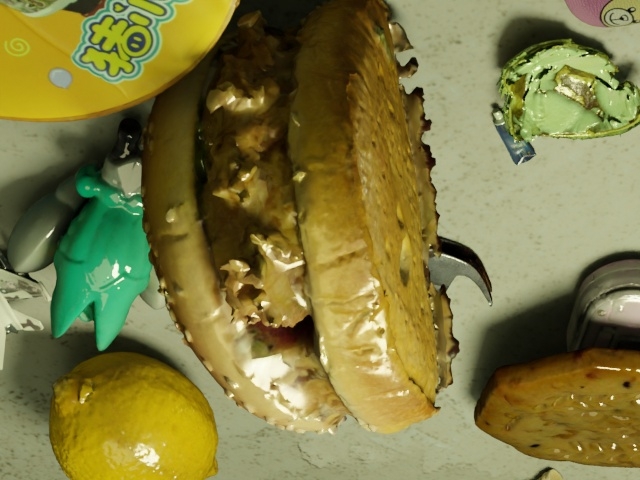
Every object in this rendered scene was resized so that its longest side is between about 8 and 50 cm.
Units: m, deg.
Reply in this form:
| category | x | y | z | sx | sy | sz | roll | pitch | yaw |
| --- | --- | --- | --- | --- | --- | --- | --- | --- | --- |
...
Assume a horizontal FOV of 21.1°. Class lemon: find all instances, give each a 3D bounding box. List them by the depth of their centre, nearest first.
| category | x | y | z | sx | sy | sz | roll | pitch | yaw |
| --- | --- | --- | --- | --- | --- | --- | --- | --- | --- |
| lemon | -0.229 | 0.233 | 2.114 | 0.257 | 0.188 | 0.188 | 36 | 126 | -29 |

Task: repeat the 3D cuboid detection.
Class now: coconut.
| category | x | y | z | sx | sy | sz | roll | pitch | yaw |
| --- | --- | --- | --- | --- | --- | --- | --- | --- | --- |
| coconut | 0.251 | -0.155 | 1.800 | 0.158 | 0.055 | 0.133 | 36 | 127 | -27 |

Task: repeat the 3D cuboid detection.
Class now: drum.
| category | x | y | z | sx | sy | sz | roll | pitch | yaw |
| --- | --- | --- | --- | --- | --- | --- | --- | --- | --- |
| drum | -0.264 | -0.321 | 1.546 | 0.431 | 0.214 | 0.431 | 0 | 135 | 0 |

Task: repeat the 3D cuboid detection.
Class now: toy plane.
| category | x | y | z | sx | sy | sz | roll | pitch | yaw |
| --- | --- | --- | --- | --- | --- | --- | --- | --- | --- |
| toy plane | -0.400 | 0.036 | 2.012 | 0.160 | 0.082 | 0.234 | -6 | 120 | 22 |

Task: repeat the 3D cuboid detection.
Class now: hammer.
| category | x | y | z | sx | sy | sz | roll | pitch | yaw |
| --- | --- | --- | --- | --- | --- | --- | --- | --- | --- |
| hammer | 0.112 | 0.108 | 2.081 | 0.137 | 0.037 | 0.290 | 15 | 133 | -10 |

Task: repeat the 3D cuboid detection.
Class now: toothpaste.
| category | x | y | z | sx | sy | sz | roll | pitch | yaw |
| --- | --- | --- | --- | --- | --- | --- | --- | --- | --- |
| toothpaste | 0.208 | -0.114 | 1.870 | 0.027 | 0.019 | 0.083 | -36 | 129 | 2 |

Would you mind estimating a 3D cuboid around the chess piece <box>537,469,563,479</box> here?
| category | x | y | z | sx | sy | sz | roll | pitch | yaw |
| --- | --- | --- | --- | --- | --- | --- | --- | --- | --- |
| chess piece | 0.280 | 0.339 | 2.309 | 0.092 | 0.035 | 0.035 | -30 | 127 | 33 |

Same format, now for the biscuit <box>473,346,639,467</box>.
| category | x | y | z | sx | sy | sz | roll | pitch | yaw |
| --- | --- | --- | --- | --- | --- | --- | --- | --- | --- |
| biscuit | 0.362 | 0.210 | 2.099 | 0.359 | 0.046 | 0.359 | 2 | 153 | 1 |

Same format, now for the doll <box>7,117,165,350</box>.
| category | x | y | z | sx | sy | sz | roll | pitch | yaw |
| --- | --- | --- | --- | --- | --- | --- | --- | --- | --- |
| doll | -0.220 | -0.003 | 1.928 | 0.258 | 0.153 | 0.195 | -42 | 103 | 16 |

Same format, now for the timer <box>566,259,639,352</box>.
| category | x | y | z | sx | sy | sz | roll | pitch | yaw |
| --- | --- | --- | --- | --- | --- | --- | --- | --- | --- |
| timer | 0.403 | 0.104 | 2.046 | 0.208 | 0.069 | 0.191 | 3 | 138 | -3 |

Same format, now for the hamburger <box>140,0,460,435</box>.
| category | x | y | z | sx | sy | sz | roll | pitch | yaw |
| --- | --- | --- | --- | --- | --- | --- | --- | --- | --- |
| hamburger | -0.043 | -0.039 | 1.642 | 0.268 | 0.445 | 0.287 | -10 | 166 | 18 |

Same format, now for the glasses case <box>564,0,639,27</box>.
| category | x | y | z | sx | sy | sz | roll | pitch | yaw |
| --- | --- | --- | --- | --- | --- | --- | --- | --- | --- |
| glasses case | 0.381 | -0.289 | 1.647 | 0.316 | 0.076 | 0.123 | -16 | 132 | 17 |
